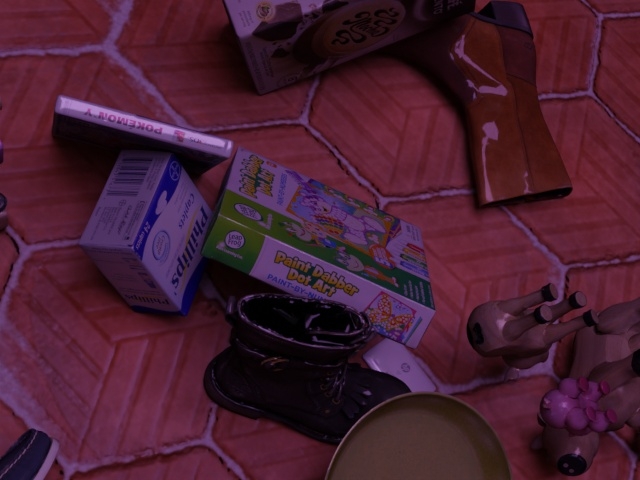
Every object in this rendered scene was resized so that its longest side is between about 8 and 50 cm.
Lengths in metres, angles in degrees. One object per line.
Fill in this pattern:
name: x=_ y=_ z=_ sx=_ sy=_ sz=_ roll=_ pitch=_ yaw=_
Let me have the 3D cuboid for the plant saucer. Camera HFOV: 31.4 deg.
plant saucer: x=0.099 y=0.280 z=1.216 sx=0.240 sy=0.037 sz=0.241 roll=1 pitch=87 yaw=-27

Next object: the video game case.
video game case: x=-0.200 y=-0.111 z=1.244 sx=0.183 sy=0.201 sz=0.023 roll=14 pitch=85 yaw=-13

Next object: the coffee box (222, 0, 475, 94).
coffee box: x=0.033 y=-0.307 z=1.375 sx=0.297 sy=0.168 sz=0.119 roll=-22 pitch=73 yaw=-1

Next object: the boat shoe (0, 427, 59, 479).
boat shoe: x=-0.352 y=0.267 z=1.067 sx=0.079 sy=0.095 sz=0.254 roll=45 pitch=68 yaw=-8

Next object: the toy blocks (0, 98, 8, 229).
toy blocks: x=-0.476 y=-0.132 z=1.097 sx=0.260 sy=0.309 sz=0.289 roll=-24 pitch=76 yaw=-21

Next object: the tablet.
tablet: x=0.092 y=0.154 z=1.331 sx=0.054 sy=0.006 sz=0.083 roll=-32 pitch=80 yaw=-30

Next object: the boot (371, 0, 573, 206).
boot: x=0.184 y=-0.173 z=1.495 sx=0.264 sy=0.096 sz=0.281 roll=-2 pitch=73 yaw=-29

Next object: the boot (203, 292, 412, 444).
boot: x=0.007 y=0.131 z=1.180 sx=0.262 sy=0.229 sz=0.091 roll=10 pitch=62 yaw=-15

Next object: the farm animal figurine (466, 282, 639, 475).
farm animal figurine: x=0.307 y=0.171 z=1.309 sx=0.330 sy=0.172 sz=0.326 roll=57 pitch=41 yaw=-4

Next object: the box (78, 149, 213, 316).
box: x=-0.179 y=-0.007 z=1.227 sx=0.072 sy=0.137 sz=0.126 roll=4 pitch=57 yaw=24

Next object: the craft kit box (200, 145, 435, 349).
craft kit box: x=0.000 y=0.000 z=1.261 sx=0.246 sy=0.061 sz=0.250 roll=21 pitch=20 yaw=-8
